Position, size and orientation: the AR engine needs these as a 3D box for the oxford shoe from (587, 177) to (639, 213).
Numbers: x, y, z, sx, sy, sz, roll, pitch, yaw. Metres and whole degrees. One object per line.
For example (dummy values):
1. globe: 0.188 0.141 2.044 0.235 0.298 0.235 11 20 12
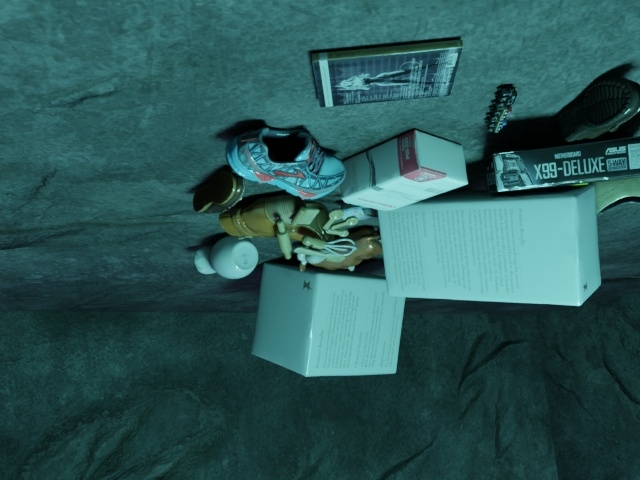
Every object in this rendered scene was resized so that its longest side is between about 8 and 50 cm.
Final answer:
1. oxford shoe: 0.768 -0.134 1.514 0.348 0.130 0.123 -11 164 26

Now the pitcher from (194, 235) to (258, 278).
1. pitcher: -0.248 0.043 2.016 0.178 0.125 0.207 -19 -173 -34

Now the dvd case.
1. dvd case: 0.102 -0.259 1.083 0.221 0.018 0.164 -5 167 3

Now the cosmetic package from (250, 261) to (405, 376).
1. cosmetic package: 0.030 0.262 2.340 0.394 0.329 0.327 8 180 -38

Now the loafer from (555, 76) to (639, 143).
1. loafer: 0.496 -0.228 1.205 0.078 0.080 0.220 -5 176 -11

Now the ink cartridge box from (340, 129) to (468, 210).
1. ink cartridge box: 0.167 -0.138 1.426 0.159 0.092 0.218 9 159 -41

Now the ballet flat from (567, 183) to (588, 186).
1. ballet flat: 0.573 -0.099 1.708 0.231 0.077 0.077 -7 166 14

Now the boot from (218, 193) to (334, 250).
1. boot: -0.101 -0.028 1.744 0.220 0.109 0.283 -12 161 24

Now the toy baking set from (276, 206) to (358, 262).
1. toy baking set: -0.007 0.000 1.673 0.197 0.030 0.256 -5 147 -3

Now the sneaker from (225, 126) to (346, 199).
1. sneaker: -0.041 -0.149 1.307 0.262 0.104 0.125 7 160 -37

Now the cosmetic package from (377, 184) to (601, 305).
1. cosmetic package: 0.368 0.006 1.546 0.453 0.230 0.161 0 -167 37

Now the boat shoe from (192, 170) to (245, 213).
1. boat shoe: -0.209 -0.104 1.512 0.073 0.073 0.207 3 171 -31

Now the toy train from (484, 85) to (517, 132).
1. toy train: 0.322 -0.232 1.229 0.036 0.027 0.158 -15 165 0

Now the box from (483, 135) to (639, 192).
1. box: 0.492 -0.148 1.375 0.308 0.076 0.242 -6 -177 10

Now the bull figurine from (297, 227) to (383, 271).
1. bull figurine: 0.076 0.034 2.067 0.310 0.101 0.188 -14 167 43

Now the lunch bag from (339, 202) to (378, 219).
1. lunch bag: 0.094 -0.078 1.726 0.071 0.053 0.083 -11 174 35

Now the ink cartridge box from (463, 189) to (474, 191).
1. ink cartridge box: 0.356 -0.011 1.731 0.062 0.209 0.109 9 161 -42
